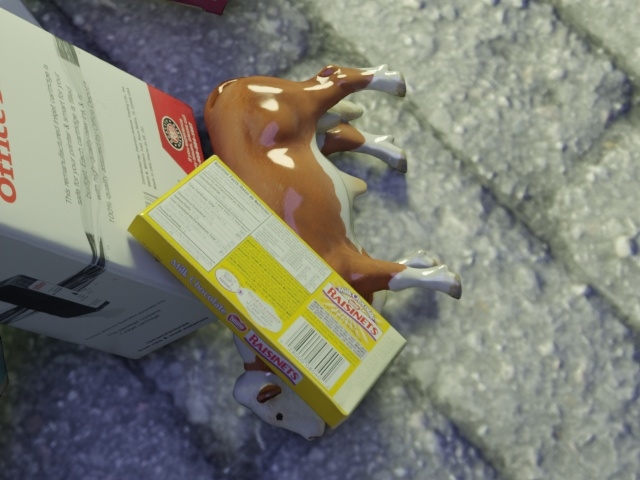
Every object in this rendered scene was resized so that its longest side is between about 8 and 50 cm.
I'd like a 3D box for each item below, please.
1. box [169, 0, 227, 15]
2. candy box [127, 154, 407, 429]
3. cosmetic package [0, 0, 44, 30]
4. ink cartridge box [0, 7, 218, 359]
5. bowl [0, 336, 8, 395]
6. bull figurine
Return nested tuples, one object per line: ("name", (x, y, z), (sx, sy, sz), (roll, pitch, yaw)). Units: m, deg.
("box", (-0.155, -0.346, 1.118), (0.214, 0.117, 0.243), (13, 82, -9))
("candy box", (-0.036, 0.034, 0.949), (0.206, 0.027, 0.105), (44, 38, 1))
("cosmetic package", (-0.428, -0.120, 1.111), (0.377, 0.097, 0.284), (-36, 77, -10))
("ink cartridge box", (-0.203, -0.041, 0.964), (0.114, 0.273, 0.197), (-27, 62, 24))
("bowl", (-0.344, 0.134, 0.942), (0.163, 0.311, 0.311), (34, 75, -8))
("bull figurine", (0.000, 0.000, 1.056), (0.188, 0.101, 0.310), (-11, 78, -9))
